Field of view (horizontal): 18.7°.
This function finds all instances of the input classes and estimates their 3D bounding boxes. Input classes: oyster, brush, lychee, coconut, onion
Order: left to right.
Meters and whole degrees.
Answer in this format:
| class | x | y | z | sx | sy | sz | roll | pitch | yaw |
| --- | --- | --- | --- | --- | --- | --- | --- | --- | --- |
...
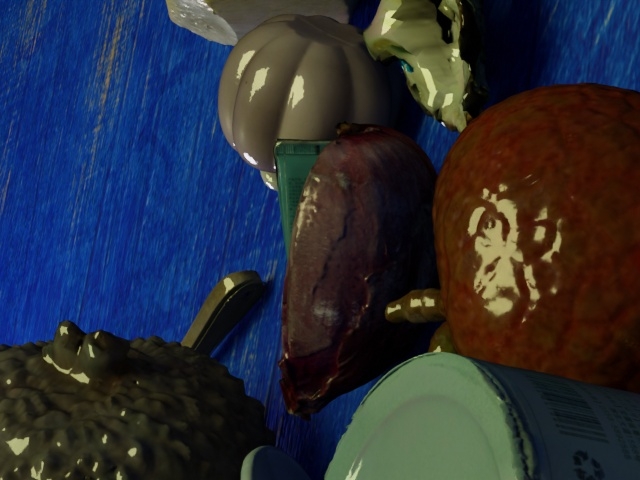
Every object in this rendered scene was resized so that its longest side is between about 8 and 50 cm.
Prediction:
| class | x | y | z | sx | sy | sz | roll | pitch | yaw |
| --- | --- | --- | --- | --- | --- | --- | --- | --- | --- |
| lychee | -0.223 | 0.269 | 1.864 | 0.380 | 0.380 | 0.432 | -121 | 31 | -57 |
| brush | -0.146 | 0.154 | 2.128 | 0.327 | 0.070 | 0.065 | -53 | 51 | 36 |
| coconut | -0.051 | -0.324 | 2.004 | 0.239 | 0.244 | 0.239 | 170 | 90 | -86 |
| onion | 0.042 | 0.041 | 1.704 | 0.227 | 0.120 | 0.284 | -38 | -38 | -64 |
| oyster | 0.104 | -0.196 | 1.732 | 0.259 | 0.092 | 0.198 | -129 | 29 | -56 |
| lychee | 0.173 | 0.014 | 1.314 | 0.300 | 0.255 | 0.255 | -14 | 54 | 15 |

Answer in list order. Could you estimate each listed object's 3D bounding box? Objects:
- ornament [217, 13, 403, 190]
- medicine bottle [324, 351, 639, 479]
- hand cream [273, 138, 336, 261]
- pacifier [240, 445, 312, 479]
| class | x | y | z | sx | sy | sz | roll | pitch | yaw |
| --- | --- | --- | --- | --- | --- | --- | --- | --- | --- |
| ornament | -0.011 | -0.129 | 1.874 | 0.177 | 0.177 | 0.177 | -42 | 40 | 49 |
| medicine bottle | 0.168 | 0.211 | 1.162 | 0.245 | 0.290 | 0.245 | -39 | 44 | 50 |
| hand cream | 0.000 | 0.012 | 1.826 | 0.048 | 0.083 | 0.224 | -70 | -20 | -68 |
| pacifier | 0.027 | 0.293 | 1.577 | 0.233 | 0.244 | 0.299 | -24 | 29 | 21 |
